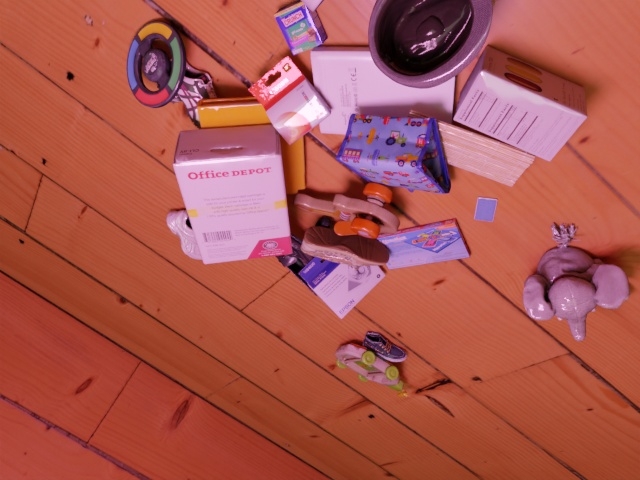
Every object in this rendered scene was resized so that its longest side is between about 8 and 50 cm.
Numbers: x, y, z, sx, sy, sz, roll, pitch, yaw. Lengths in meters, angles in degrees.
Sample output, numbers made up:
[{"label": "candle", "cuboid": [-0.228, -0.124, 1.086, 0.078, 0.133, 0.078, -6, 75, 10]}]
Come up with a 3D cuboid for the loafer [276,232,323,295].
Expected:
[{"label": "loafer", "cuboid": [-0.079, 0.071, 1.648, 0.302, 0.095, 0.109, 41, 144, -21]}]

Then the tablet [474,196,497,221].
[{"label": "tablet", "cuboid": [0.476, -0.089, 1.410, 0.054, 0.006, 0.083, 9, 135, 16]}]

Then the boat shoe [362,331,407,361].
[{"label": "boat shoe", "cuboid": [0.259, 0.426, 1.957, 0.183, 0.065, 0.083, 15, 140, 12]}]

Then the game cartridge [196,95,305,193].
[{"label": "game cartridge", "cuboid": [-0.190, -0.267, 1.432, 0.285, 0.052, 0.323, -4, 136, -4]}]

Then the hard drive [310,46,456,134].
[{"label": "hard drive", "cuboid": [0.160, -0.373, 1.246, 0.353, 0.047, 0.233, 8, 134, 17]}]

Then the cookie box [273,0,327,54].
[{"label": "cookie box", "cuboid": [-0.048, -0.524, 1.196, 0.092, 0.040, 0.107, -9, 127, 31]}]

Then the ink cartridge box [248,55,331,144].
[{"label": "ink cartridge box", "cuboid": [-0.080, -0.361, 1.274, 0.145, 0.045, 0.179, -32, 118, 24]}]

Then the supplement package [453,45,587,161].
[{"label": "supplement package", "cuboid": [0.450, -0.311, 1.112, 0.244, 0.139, 0.134, 23, 138, 0]}]

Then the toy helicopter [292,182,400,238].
[{"label": "toy helicopter", "cuboid": [0.077, -0.085, 1.492, 0.355, 0.140, 0.235, 14, 168, 30]}]

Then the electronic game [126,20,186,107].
[{"label": "electronic game", "cuboid": [-0.451, -0.480, 1.336, 0.229, 0.048, 0.229, 3, 96, 31]}]

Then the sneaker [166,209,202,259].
[{"label": "sneaker", "cuboid": [-0.475, -0.019, 1.838, 0.115, 0.090, 0.232, -11, 127, 27]}]

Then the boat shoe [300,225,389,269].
[{"label": "boat shoe", "cuboid": [0.080, 0.028, 1.577, 0.285, 0.104, 0.089, 16, 142, -7]}]

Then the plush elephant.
[{"label": "plush elephant", "cuboid": [0.701, 0.148, 1.358, 0.272, 0.255, 0.330, -10, 127, 31]}]

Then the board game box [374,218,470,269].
[{"label": "board game box", "cuboid": [0.319, 0.017, 1.566, 0.281, 0.027, 0.145, -11, 127, 32]}]

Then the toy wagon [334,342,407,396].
[{"label": "toy wagon", "cuboid": [0.225, 0.545, 2.048, 0.344, 0.068, 0.267, 33, 154, -10]}]

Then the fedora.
[{"label": "fedora", "cuboid": [0.239, -0.462, 1.046, 0.275, 0.124, 0.243, -38, 89, 38]}]

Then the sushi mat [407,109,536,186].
[{"label": "sushi mat", "cuboid": [0.352, -0.225, 1.217, 0.317, 0.019, 0.151, 22, 161, 9]}]

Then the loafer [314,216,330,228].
[{"label": "loafer", "cuboid": [0.000, 0.000, 1.661, 0.078, 0.076, 0.223, 22, 141, -5]}]

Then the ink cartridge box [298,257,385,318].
[{"label": "ink cartridge box", "cuboid": [0.077, 0.115, 1.650, 0.224, 0.223, 0.045, 48, 175, -23]}]

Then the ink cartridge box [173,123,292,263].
[{"label": "ink cartridge box", "cuboid": [-0.236, -0.128, 1.414, 0.279, 0.160, 0.384, -6, 136, -3]}]

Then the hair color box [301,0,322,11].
[{"label": "hair color box", "cuboid": [-0.085, -0.689, 1.002, 0.374, 0.113, 0.185, 39, 134, -16]}]

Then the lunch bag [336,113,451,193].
[{"label": "lunch bag", "cuboid": [0.210, -0.193, 1.283, 0.221, 0.138, 0.293, 12, 165, 29]}]

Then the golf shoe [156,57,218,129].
[{"label": "golf shoe", "cuboid": [-0.339, -0.404, 1.398, 0.273, 0.105, 0.120, 40, 129, -15]}]
